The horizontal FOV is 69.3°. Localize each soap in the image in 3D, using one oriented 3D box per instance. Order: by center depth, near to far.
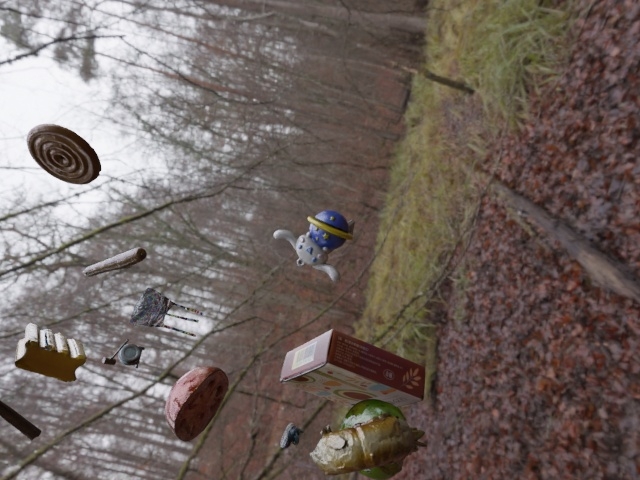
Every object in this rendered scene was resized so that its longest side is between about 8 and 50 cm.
[{"bbox_3d":[-0.943,0.391,1.620,0.324,0.204,0.096,1,64,59],"label":"soap"}]

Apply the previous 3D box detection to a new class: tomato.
[{"bbox_3d":[-0.536,0.661,1.946,0.338,0.143,0.339,-50,-25,-34],"label":"tomato"}]

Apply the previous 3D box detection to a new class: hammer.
[{"bbox_3d":[-0.837,0.445,1.217,0.125,0.026,0.297,-84,-19,-50],"label":"hammer"},{"bbox_3d":[-0.602,0.331,1.373,0.110,0.035,0.019,-45,49,16],"label":"hammer"}]

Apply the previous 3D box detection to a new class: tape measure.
[{"bbox_3d":[-0.906,0.556,2.199,0.180,0.107,0.104,-41,35,56],"label":"tape measure"}]

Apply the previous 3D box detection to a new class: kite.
[{"bbox_3d":[-0.565,0.277,1.717,0.015,0.285,0.152,72,-145,-61],"label":"kite"}]

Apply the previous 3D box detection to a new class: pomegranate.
[{"bbox_3d":[0.202,0.624,1.468,0.235,0.301,0.236,-21,60,43],"label":"pomegranate"}]

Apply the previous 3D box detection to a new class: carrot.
[{"bbox_3d":[-0.869,0.100,1.949,0.070,0.342,0.070,51,-151,-45],"label":"carrot"}]

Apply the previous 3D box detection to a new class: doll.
[{"bbox_3d":[-0.020,-0.016,1.817,0.159,0.310,0.243,-38,-32,-69],"label":"doll"}]

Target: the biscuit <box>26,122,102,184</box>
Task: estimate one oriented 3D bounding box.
[{"bbox_3d":[-0.916,-0.298,1.651,0.262,0.261,0.037,100,180,-45],"label":"biscuit"}]

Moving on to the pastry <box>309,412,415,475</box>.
[{"bbox_3d":[0.113,0.510,1.173,0.257,0.235,0.121,25,-135,-56],"label":"pastry"}]

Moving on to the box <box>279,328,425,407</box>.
[{"bbox_3d":[0.106,0.472,1.625,0.344,0.385,0.122,-40,31,51],"label":"box"}]

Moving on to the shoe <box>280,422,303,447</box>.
[{"bbox_3d":[-0.115,0.782,1.837,0.143,0.071,0.064,-12,-56,-78],"label":"shoe"}]

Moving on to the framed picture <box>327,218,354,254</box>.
[{"bbox_3d":[0.051,0.017,2.166,0.265,0.018,0.192,-38,-15,-10],"label":"framed picture"}]
